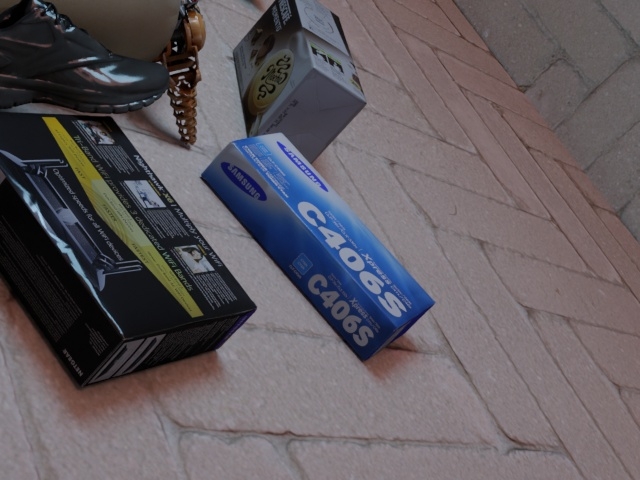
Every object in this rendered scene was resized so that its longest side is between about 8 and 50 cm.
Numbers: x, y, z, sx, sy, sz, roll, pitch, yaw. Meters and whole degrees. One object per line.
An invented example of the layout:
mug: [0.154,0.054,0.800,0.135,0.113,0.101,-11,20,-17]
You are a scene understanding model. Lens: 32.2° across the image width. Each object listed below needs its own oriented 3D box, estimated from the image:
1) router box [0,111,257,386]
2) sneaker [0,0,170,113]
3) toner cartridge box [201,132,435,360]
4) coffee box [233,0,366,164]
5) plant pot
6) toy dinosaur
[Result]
router box: [-0.242,-0.004,1.200,0.309,0.081,0.243,51,25,16]
sneaker: [-0.303,-0.214,1.283,0.286,0.130,0.109,-2,14,-36]
toner cartridge box: [0.000,0.000,1.578,0.348,0.075,0.165,48,23,9]
coffee box: [-0.040,-0.275,1.844,0.119,0.168,0.297,30,28,-29]
plant pot: [-0.358,-0.324,1.379,0.274,0.256,0.256,-20,65,-44]
toy dinosaur: [-0.226,-0.299,1.534,0.164,0.322,0.218,5,11,-23]
